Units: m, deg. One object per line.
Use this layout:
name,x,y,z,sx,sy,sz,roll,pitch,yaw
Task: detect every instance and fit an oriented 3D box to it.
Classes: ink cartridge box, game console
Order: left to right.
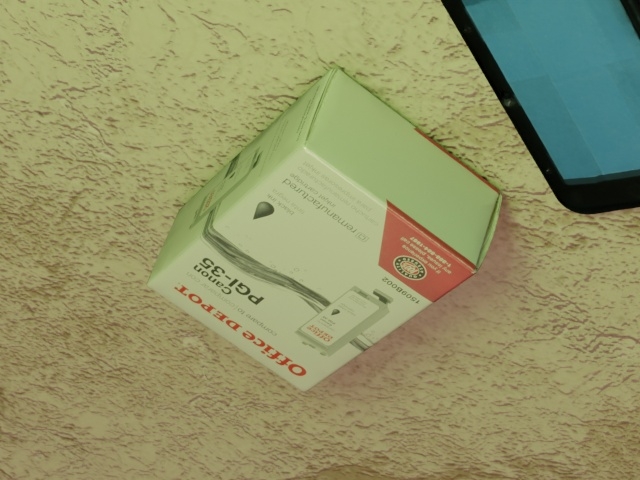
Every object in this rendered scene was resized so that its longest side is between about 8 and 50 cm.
ink cartridge box,0.000,0.000,1.707,0.207,0.117,0.283,35,136,-15
game console,0.248,-0.098,1.477,0.173,0.250,0.293,-29,122,10
